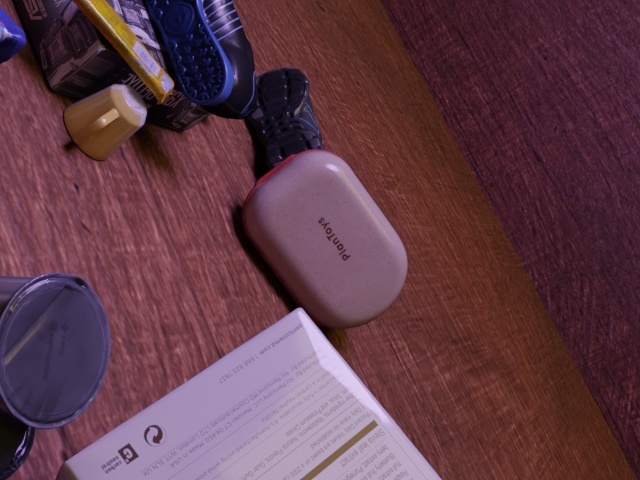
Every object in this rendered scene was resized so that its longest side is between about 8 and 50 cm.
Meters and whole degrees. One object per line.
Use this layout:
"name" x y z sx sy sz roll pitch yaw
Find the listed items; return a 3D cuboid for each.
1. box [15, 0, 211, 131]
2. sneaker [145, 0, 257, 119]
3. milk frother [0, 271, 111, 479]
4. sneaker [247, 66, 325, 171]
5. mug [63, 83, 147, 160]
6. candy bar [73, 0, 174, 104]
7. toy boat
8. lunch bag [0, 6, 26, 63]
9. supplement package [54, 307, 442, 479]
"box" -0.243 -0.285 1.029 0.307 0.077 0.242 65 20 13
"sneaker" -0.128 -0.236 1.017 0.090 0.081 0.232 22 50 -65
"milk frother" -0.185 0.085 0.554 0.143 0.135 0.129 21 74 -57
"sneaker" -0.047 -0.143 1.323 0.106 0.101 0.267 72 5 -46
"mug" -0.203 -0.114 0.903 0.062 0.064 0.078 42 26 -42
"candy bar" -0.193 -0.195 0.884 0.161 0.018 0.040 51 26 -26
"toy boat" 0.000 0.000 1.173 0.231 0.151 0.151 55 -9 -14
"lunch bag" -0.348 -0.207 0.560 0.221 0.138 0.293 18 35 -58
"supplement package" -0.009 0.225 0.548 0.175 0.177 0.293 -31 76 -36
